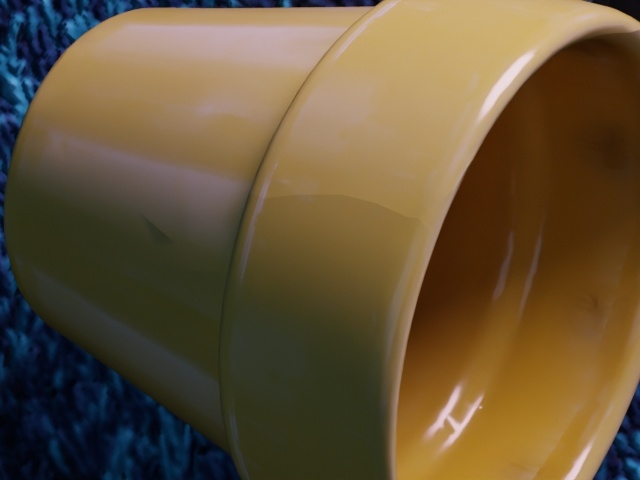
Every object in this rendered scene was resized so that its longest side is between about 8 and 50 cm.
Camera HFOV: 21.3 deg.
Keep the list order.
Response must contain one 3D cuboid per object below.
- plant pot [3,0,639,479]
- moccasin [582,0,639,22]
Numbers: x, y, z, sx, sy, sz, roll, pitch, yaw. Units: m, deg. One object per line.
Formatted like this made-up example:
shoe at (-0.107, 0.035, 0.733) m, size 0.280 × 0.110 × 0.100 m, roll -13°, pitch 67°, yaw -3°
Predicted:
plant pot at (0.000, 0.000, 0.757) m, size 0.239 × 0.254 × 0.254 m, roll 17°, pitch 100°, yaw 31°
moccasin at (0.175, -0.235, 0.725) m, size 0.117 × 0.138 × 0.342 m, roll 15°, pitch 99°, yaw 20°
